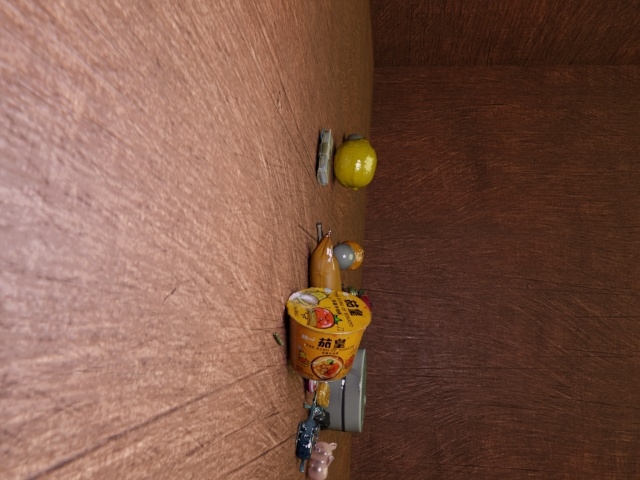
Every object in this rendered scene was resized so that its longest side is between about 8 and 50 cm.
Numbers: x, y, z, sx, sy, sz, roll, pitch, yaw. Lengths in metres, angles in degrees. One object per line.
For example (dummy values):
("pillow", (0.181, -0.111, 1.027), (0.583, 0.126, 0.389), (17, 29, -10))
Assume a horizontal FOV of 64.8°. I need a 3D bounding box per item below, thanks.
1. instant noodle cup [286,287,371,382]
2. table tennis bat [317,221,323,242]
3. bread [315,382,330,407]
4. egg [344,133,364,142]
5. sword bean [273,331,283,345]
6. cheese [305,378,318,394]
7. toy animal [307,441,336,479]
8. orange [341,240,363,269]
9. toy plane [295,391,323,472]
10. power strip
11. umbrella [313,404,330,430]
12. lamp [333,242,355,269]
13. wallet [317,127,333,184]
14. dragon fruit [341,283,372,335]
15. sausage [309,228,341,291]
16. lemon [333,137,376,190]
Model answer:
("instant noodle cup", (0.011, 0.242, 1.285), (0.216, 0.215, 0.173), (-67, 166, -66))
("table tennis bat", (0.000, 0.000, 1.706), (0.158, 0.014, 0.095), (86, 12, -47))
("bread", (0.006, 0.560, 1.817), (0.111, 0.044, 0.083), (78, 20, -52))
("egg", (0.160, -0.412, 2.288), (0.131, 0.131, 0.164), (80, -8, -54))
("sword bean", (-0.097, 0.229, 1.164), (0.083, 0.012, 0.012), (79, 16, -61))
("cheese", (-0.028, 0.423, 1.567), (0.145, 0.038, 0.095), (82, 14, -54))
("toy animal", (-0.005, 0.744, 1.694), (0.089, 0.083, 0.150), (103, 8, -59))
("orange", (0.136, 0.068, 2.264), (0.135, 0.117, 0.136), (9, 90, -78))
("toy plane", (-0.033, 0.568, 1.524), (0.096, 0.060, 0.235), (94, 8, -52))
("power strip", (0.102, 0.596, 2.049), (0.357, 0.161, 0.358), (3, 90, -81))
("umbrella", (-0.003, 0.604, 1.735), (0.236, 0.059, 0.066), (73, -1, -60))
("lamp", (0.088, 0.063, 2.003), (0.105, 0.105, 0.105), (3, 90, -81))
("wallet", (0.012, -0.272, 1.628), (0.110, 0.039, 0.155), (77, 18, -70))
("dragon fruit", (0.118, 0.288, 2.042), (0.198, 0.218, 0.273), (-40, 168, -6))
("sausage", (0.015, 0.117, 1.552), (0.112, 0.111, 0.329), (-72, 162, -59))
("lemon", (0.134, -0.301, 1.982), (0.181, 0.180, 0.193), (-71, 161, -60))
